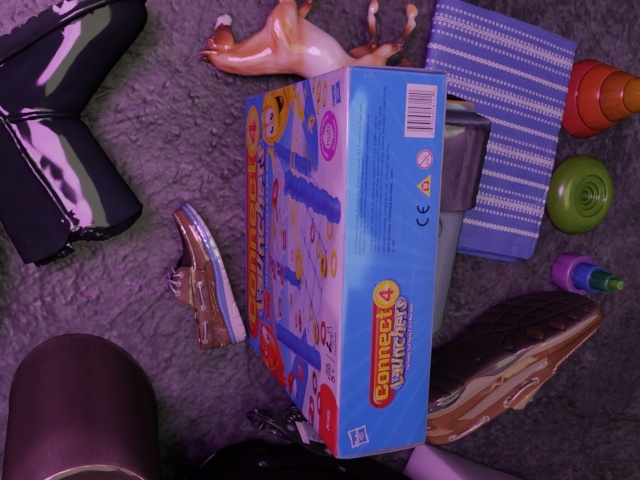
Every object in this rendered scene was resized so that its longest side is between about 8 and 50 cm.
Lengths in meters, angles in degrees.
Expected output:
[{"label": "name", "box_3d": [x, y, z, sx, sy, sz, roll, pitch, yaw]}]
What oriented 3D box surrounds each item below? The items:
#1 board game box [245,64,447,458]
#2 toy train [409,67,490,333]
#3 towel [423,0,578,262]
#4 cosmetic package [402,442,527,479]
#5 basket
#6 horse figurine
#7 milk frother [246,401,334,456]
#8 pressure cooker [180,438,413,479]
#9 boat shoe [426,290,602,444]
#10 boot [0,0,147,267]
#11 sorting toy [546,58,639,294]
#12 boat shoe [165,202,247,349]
[{"label": "board game box", "box_3d": [0.000, 0.000, 0.557, 0.086, 0.302, 0.308, -2, 100, -22]}, {"label": "toy train", "box_3d": [0.088, -0.018, 0.621, 0.142, 0.190, 0.333, 3, 112, -10]}, {"label": "towel", "box_3d": [0.233, -0.144, 0.778, 0.243, 0.040, 0.336, 9, 94, -21]}, {"label": "cosmetic package", "box_3d": [0.337, 0.485, 0.823, 0.453, 0.230, 0.161, 27, 89, -23]}, {"label": "basket", "box_3d": [-0.232, 0.223, 0.542, 0.154, 0.227, 0.204, -22, 107, -18]}, {"label": "horse figurine", "box_3d": [0.011, -0.234, 0.649, 0.263, 0.066, 0.174, 24, 84, -22]}, {"label": "milk frother", "box_3d": [-0.007, 0.198, 0.709, 0.135, 0.143, 0.129, -50, 150, -45]}, {"label": "pressure cooker", "box_3d": [-0.029, 0.488, 0.598, 0.376, 0.370, 0.420, 12, 96, -35]}, {"label": "boat shoe", "box_3d": [0.266, 0.187, 0.809, 0.324, 0.122, 0.120, -26, 114, -8]}, {"label": "boot", "box_3d": [-0.237, -0.111, 0.550, 0.246, 0.094, 0.207, -33, 106, -7]}, {"label": "sorting toy", "box_3d": [0.431, -0.088, 0.815, 0.127, 0.126, 0.365, -1, 99, -22]}, {"label": "boat shoe", "box_3d": [-0.142, 0.049, 0.635, 0.066, 0.066, 0.183, -22, 107, -16]}]
